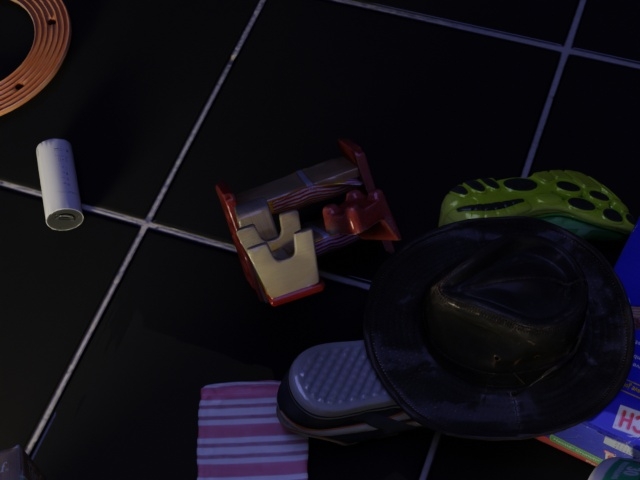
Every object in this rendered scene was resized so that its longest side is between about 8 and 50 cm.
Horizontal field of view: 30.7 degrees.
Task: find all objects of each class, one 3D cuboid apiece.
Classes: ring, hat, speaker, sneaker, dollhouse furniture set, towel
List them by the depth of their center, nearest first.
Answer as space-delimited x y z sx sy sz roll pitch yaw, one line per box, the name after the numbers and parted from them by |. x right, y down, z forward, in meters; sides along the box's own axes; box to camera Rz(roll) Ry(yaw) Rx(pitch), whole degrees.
0.215 0.079 1.382 0.331 0.134 0.331 -1 63 3 | hat
0.000 0.000 1.464 0.201 0.152 0.374 -20 18 -6 | dollhouse furniture set
0.093 0.185 1.486 0.321 0.127 0.126 1 60 -23 | sneaker
-0.085 0.273 1.492 0.144 0.029 0.197 -3 60 4 | towel
0.293 -0.023 1.603 0.296 0.123 0.109 -1 45 -17 | sneaker
-0.385 -0.083 1.723 0.055 0.055 0.136 -14 58 -4 | speaker
-0.570 -0.315 1.900 0.337 0.032 0.336 -2 57 4 | ring

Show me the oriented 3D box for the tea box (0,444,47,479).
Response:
-0.365 0.439 1.230 0.220 0.329 0.323 -12 58 -3 | tea box

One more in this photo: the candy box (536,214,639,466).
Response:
0.457 0.158 1.463 0.268 0.122 0.317 25 62 17 | candy box

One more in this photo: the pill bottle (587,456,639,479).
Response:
0.463 0.351 1.223 0.361 0.204 0.204 2 55 34 | pill bottle
